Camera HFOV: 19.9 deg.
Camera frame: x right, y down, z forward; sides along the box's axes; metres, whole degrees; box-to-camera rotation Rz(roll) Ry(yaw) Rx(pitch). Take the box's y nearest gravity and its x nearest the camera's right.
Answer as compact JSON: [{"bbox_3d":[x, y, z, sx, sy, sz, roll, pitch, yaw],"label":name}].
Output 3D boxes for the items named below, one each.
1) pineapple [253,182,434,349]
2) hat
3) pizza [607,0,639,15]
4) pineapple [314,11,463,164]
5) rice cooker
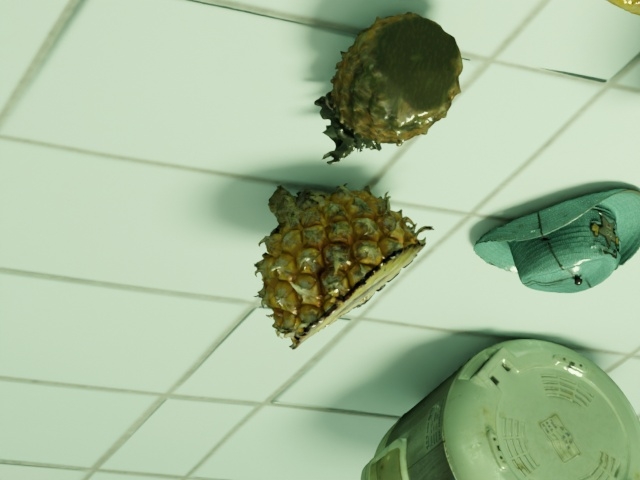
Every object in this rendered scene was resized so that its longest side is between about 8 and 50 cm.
[{"bbox_3d":[-0.002,0.002,1.745,0.176,0.137,0.161,-39,173,-10],"label":"pineapple"},{"bbox_3d":[0.250,0.015,1.859,0.191,0.077,0.138,-25,145,31],"label":"hat"},{"bbox_3d":[0.261,-0.232,1.436,0.131,0.041,0.178,-11,152,6],"label":"pizza"},{"bbox_3d":[0.049,-0.120,1.561,0.108,0.108,0.198,3,163,-17],"label":"pineapple"},{"bbox_3d":[0.214,0.280,2.146,0.288,0.288,0.277,9,149,-26],"label":"rice cooker"}]
